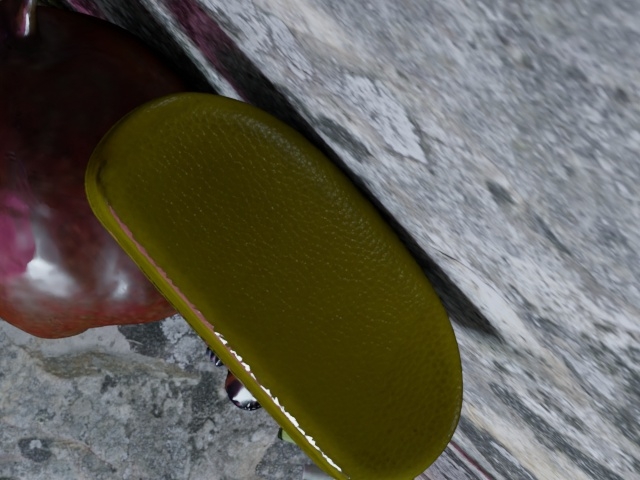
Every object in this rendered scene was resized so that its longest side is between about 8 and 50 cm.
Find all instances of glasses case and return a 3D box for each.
[{"bbox_3d":[-0.028,0.030,1.083,0.371,0.173,0.141,50,169,-11],"label":"glasses case"}]

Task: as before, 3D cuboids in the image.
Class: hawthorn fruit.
[{"bbox_3d":[-0.240,-0.064,1.253,0.325,0.308,0.308,35,178,-36],"label":"hawthorn fruit"}]

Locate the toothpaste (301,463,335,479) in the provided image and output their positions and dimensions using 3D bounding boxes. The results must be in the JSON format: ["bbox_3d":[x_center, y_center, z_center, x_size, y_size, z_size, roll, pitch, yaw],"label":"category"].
[{"bbox_3d":[0.130,0.340,1.727,0.314,0.056,0.058,11,-149,1],"label":"toothpaste"}]

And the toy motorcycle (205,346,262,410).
[{"bbox_3d":[-0.063,0.089,1.521,0.134,0.207,0.401,1,175,0],"label":"toy motorcycle"}]

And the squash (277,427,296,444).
[{"bbox_3d":[0.035,0.185,1.578,0.123,0.170,0.170,25,166,11],"label":"squash"}]

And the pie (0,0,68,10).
[{"bbox_3d":[-0.285,-0.186,1.586,0.296,0.078,0.371,38,169,43],"label":"pie"}]
